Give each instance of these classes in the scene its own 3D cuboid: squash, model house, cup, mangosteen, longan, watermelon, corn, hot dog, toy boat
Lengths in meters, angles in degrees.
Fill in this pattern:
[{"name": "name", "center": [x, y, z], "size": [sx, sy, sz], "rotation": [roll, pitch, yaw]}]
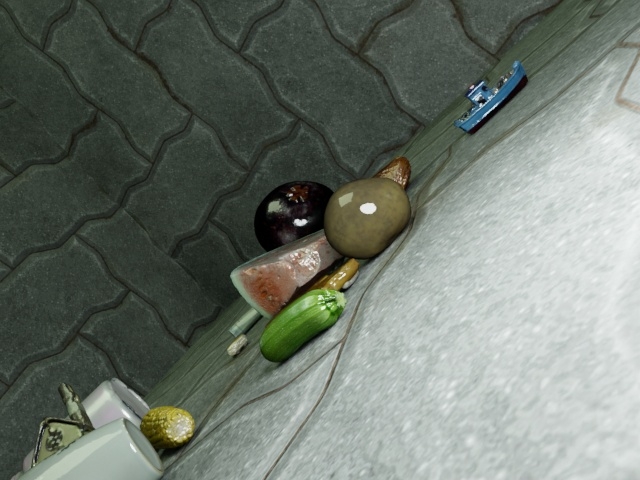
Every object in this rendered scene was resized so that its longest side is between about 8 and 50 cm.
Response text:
[{"name": "squash", "center": [-0.039, 0.151, 1.078], "size": [0.219, 0.077, 0.068], "rotation": [-39, 15, 32]}, {"name": "model house", "center": [-0.558, 0.460, 1.316], "size": [0.218, 0.278, 0.205], "rotation": [-45, -40, -9]}, {"name": "cup", "center": [-0.410, 0.462, 1.119], "size": [0.234, 0.186, 0.258], "rotation": [-37, -25, -15]}, {"name": "mangosteen", "center": [-0.058, -0.028, 1.810], "size": [0.275, 0.274, 0.302], "rotation": [-48, -33, -39]}, {"name": "longan", "center": [0.094, -0.049, 1.242], "size": [0.187, 0.168, 0.167], "rotation": [-22, 8, 8]}, {"name": "watermelon", "center": [-0.045, 0.075, 1.461], "size": [0.318, 0.148, 0.226], "rotation": [-25, 3, -12]}, {"name": "corn", "center": [-0.331, 0.402, 1.304], "size": [0.091, 0.091, 0.260], "rotation": [-57, 11, -29]}, {"name": "hot dog", "center": [0.175, -0.146, 1.742], "size": [0.227, 0.099, 0.160], "rotation": [-42, 5, 19]}, {"name": "toy boat", "center": [0.431, -0.374, 1.567], "size": [0.223, 0.097, 0.100], "rotation": [-44, 7, 14]}]

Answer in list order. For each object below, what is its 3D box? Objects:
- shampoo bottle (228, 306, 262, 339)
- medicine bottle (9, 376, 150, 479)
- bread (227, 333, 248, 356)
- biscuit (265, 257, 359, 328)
[{"name": "shampoo bottle", "center": [-0.220, 0.244, 2.036], "size": [0.212, 0.049, 0.072], "rotation": [-46, 9, -16]}, {"name": "medicine bottle", "center": [-0.587, 0.545, 1.490], "size": [0.378, 0.213, 0.213], "rotation": [-45, 4, -14]}, {"name": "bread", "center": [-0.241, 0.306, 1.753], "size": [0.070, 0.035, 0.083], "rotation": [-45, -2, -18]}, {"name": "biscuit", "center": [-0.027, 0.136, 1.274], "size": [0.197, 0.049, 0.301], "rotation": [-39, 1, -37]}]
